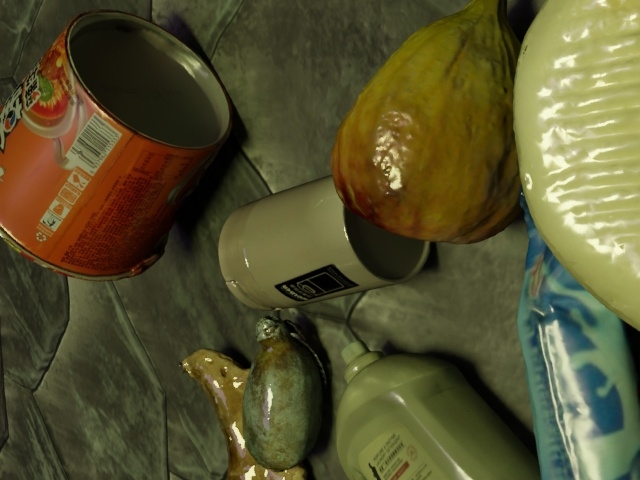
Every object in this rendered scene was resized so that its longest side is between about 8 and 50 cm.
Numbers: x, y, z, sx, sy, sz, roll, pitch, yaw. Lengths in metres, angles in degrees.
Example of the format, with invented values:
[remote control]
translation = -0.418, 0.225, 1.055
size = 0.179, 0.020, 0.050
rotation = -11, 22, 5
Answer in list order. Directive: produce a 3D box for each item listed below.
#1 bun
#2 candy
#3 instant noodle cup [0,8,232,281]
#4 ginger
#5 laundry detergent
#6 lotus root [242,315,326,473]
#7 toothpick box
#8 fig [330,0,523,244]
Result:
[bun]
translation = 0.250, -0.070, 0.519
size = 0.287, 0.146, 0.288
rotation = -1, 89, 22
[candy]
translation = 0.182, 0.126, 0.648
size = 0.077, 0.187, 0.331
rotation = -11, 84, 13
[instant noodle cup]
translation = -0.225, -0.108, 1.019
size = 0.192, 0.250, 0.250
rotation = -45, 63, 35
[ginger]
translation = -0.070, 0.272, 1.019
size = 0.148, 0.081, 0.334
rotation = -32, 67, 47
[laundry detergent]
translation = 0.091, 0.193, 0.810
size = 0.253, 0.091, 0.181
rotation = 55, 139, 27
[lotus root]
translation = -0.037, 0.156, 0.956
size = 0.088, 0.088, 0.165
rotation = 9, 99, 48
[toothpick box]
translation = 0.000, 0.000, 0.865
size = 0.180, 0.111, 0.111
rotation = -15, 85, 48
[fig]
translation = 0.112, -0.121, 0.715
size = 0.159, 0.159, 0.257
rotation = 30, 98, 42
